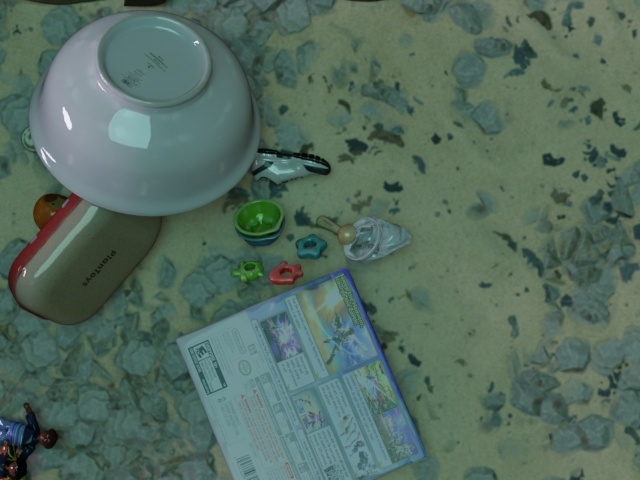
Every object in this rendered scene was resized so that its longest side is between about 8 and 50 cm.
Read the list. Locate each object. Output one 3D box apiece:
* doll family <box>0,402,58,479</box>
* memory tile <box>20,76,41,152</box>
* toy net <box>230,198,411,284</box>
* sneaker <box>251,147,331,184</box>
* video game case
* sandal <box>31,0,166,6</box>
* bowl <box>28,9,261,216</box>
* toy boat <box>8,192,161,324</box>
[{"bbox_3d":[-0.410,0.311,1.673,0.111,0.076,0.193,4,93,23],"label":"doll family"},{"bbox_3d":[-0.324,-0.157,1.723,0.148,0.012,0.113,16,88,3],"label":"memory tile"},{"bbox_3d":[0.000,0.000,1.651,0.232,0.045,0.122,-2,43,9],"label":"toy net"},{"bbox_3d":[-0.040,-0.095,1.696,0.109,0.040,0.043,8,104,7],"label":"sneaker"},{"bbox_3d":[-0.024,0.203,1.665,0.244,0.061,0.269,-23,86,2],"label":"video game case"},{"bbox_3d":[-0.320,-0.370,1.710,0.240,0.088,0.079,5,67,-2],"label":"sandal"},{"bbox_3d":[-0.213,-0.188,1.593,0.298,0.134,0.298,6,58,-9],"label":"bowl"},{"bbox_3d":[-0.322,-0.013,1.669,0.231,0.151,0.151,-49,57,0],"label":"toy boat"}]
